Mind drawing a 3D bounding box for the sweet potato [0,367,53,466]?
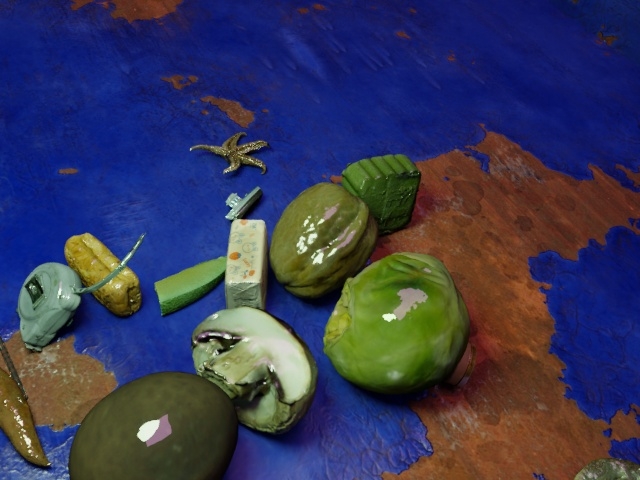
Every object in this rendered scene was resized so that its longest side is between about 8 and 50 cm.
[{"bbox_3d":[-0.595,0.305,1.223,0.314,0.066,0.072,39,85,23],"label":"sweet potato"}]

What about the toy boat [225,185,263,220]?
[{"bbox_3d":[-0.208,-0.100,1.689,0.066,0.059,0.140,33,50,4],"label":"toy boat"}]

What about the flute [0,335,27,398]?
[{"bbox_3d":[-0.653,0.222,1.325,0.014,0.014,0.269,-22,54,-29],"label":"flute"}]

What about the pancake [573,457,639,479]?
[{"bbox_3d":[0.613,0.546,1.253,0.253,0.037,0.254,6,47,-6],"label":"pancake"}]

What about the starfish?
[{"bbox_3d":[-0.254,-0.251,1.832,0.237,0.057,0.213,1,39,-16],"label":"starfish"}]

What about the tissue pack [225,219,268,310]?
[{"bbox_3d":[-0.166,0.068,1.471,0.092,0.148,0.196,-1,47,-2],"label":"tissue pack"}]

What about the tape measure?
[{"bbox_3d":[-0.510,0.066,1.333,0.330,0.084,0.164,-46,59,9],"label":"tape measure"}]

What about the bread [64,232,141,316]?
[{"bbox_3d":[-0.486,0.076,1.433,0.211,0.114,0.083,37,53,26],"label":"bread"}]

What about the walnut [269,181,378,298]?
[{"bbox_3d":[0.000,0.000,1.512,0.282,0.227,0.283,-30,33,22],"label":"walnut"}]

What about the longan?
[{"bbox_3d":[-0.287,0.353,1.123,0.300,0.243,0.300,-2,17,0],"label":"longan"}]

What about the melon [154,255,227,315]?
[{"bbox_3d":[-0.293,0.088,1.518,0.114,0.053,0.261,21,39,34],"label":"melon"}]

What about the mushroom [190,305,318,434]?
[{"bbox_3d":[-0.128,0.265,1.288,0.266,0.164,0.190,21,42,14],"label":"mushroom"}]

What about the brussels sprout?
[{"bbox_3d":[0.160,0.164,1.363,0.343,0.268,0.344,-6,42,5],"label":"brussels sprout"}]

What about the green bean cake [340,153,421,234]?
[{"bbox_3d":[0.152,-0.115,1.671,0.200,0.214,0.113,-13,47,-23],"label":"green bean cake"}]

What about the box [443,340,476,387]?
[{"bbox_3d":[0.302,0.267,1.408,0.037,0.106,0.106,21,46,-5],"label":"box"}]
